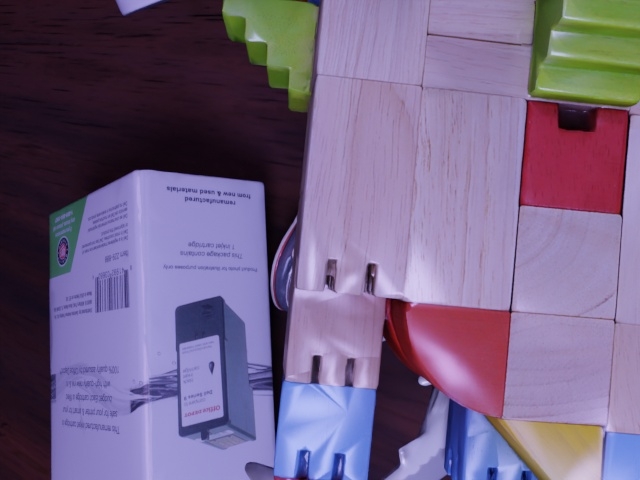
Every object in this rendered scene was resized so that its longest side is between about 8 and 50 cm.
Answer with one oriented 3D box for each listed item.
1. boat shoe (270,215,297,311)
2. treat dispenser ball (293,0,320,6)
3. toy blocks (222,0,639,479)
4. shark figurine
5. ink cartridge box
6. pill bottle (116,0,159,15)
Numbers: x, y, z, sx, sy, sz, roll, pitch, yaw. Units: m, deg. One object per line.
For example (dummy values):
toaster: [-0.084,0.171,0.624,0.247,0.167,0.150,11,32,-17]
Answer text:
boat shoe: [0.000,0.000,0.642,0.043,0.049,0.137,26,97,35]
treat dispenser ball: [-0.017,-0.303,0.527,0.288,0.288,0.288,-4,83,38]
toy blocks: [0.130,0.024,0.394,0.381,0.191,0.260,5,88,-3]
shark figurine: [0.081,0.107,0.509,0.166,0.116,0.278,6,48,27]
ink cartridge box: [-0.146,0.103,0.676,0.211,0.122,0.289,-12,78,51]
pill bottle: [-0.171,-0.347,0.684,0.153,0.153,0.264,-4,115,38]
